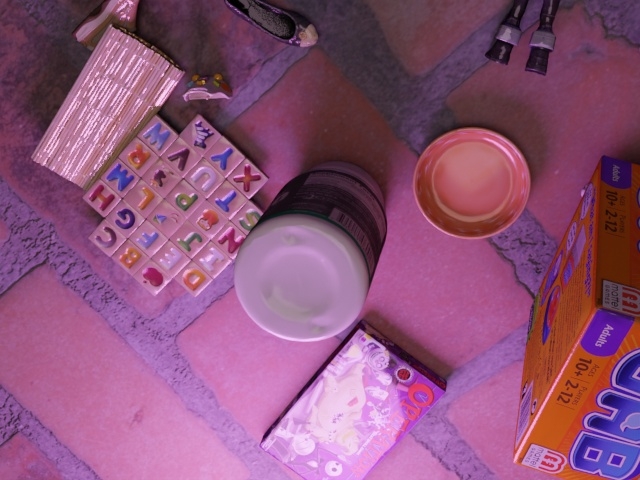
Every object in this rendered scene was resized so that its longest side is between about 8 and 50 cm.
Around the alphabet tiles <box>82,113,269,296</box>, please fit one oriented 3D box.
[{"bbox_3d":[-0.267,-0.059,1.664,0.285,0.011,0.342,43,112,-9],"label":"alphabet tiles"}]

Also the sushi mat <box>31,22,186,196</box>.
[{"bbox_3d":[-0.384,-0.226,1.615,0.151,0.019,0.316,31,117,-18],"label":"sushi mat"}]

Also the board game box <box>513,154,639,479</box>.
[{"bbox_3d":[0.531,0.152,1.367,0.356,0.356,0.356,17,132,5],"label":"board game box"}]

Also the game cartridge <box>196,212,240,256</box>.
[{"bbox_3d":[-0.193,-0.014,1.686,0.056,0.017,0.083,42,112,-10],"label":"game cartridge"}]

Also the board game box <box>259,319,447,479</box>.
[{"bbox_3d":[0.059,0.340,1.754,0.208,0.056,0.347,34,113,-7],"label":"board game box"}]

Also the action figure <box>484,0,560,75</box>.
[{"bbox_3d":[0.343,-0.407,1.390,0.185,0.099,0.285,21,109,11],"label":"action figure"}]

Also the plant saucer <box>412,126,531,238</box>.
[{"bbox_3d":[0.260,-0.101,1.550,0.200,0.037,0.200,4,110,10],"label":"plant saucer"}]

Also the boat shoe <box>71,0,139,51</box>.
[{"bbox_3d":[-0.343,-0.392,1.554,0.190,0.068,0.072,-32,114,30],"label":"boat shoe"}]

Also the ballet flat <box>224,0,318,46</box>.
[{"bbox_3d":[-0.085,-0.369,1.511,0.173,0.049,0.057,25,114,1],"label":"ballet flat"}]

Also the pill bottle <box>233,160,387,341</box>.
[{"bbox_3d":[0.000,0.000,1.464,0.204,0.361,0.204,4,111,10],"label":"pill bottle"}]

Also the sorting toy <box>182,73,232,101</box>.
[{"bbox_3d":[-0.204,-0.261,1.562,0.083,0.075,0.045,-1,110,11],"label":"sorting toy"}]

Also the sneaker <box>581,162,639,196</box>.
[{"bbox_3d":[0.553,-0.112,1.474,0.240,0.091,0.126,3,92,11],"label":"sneaker"}]
